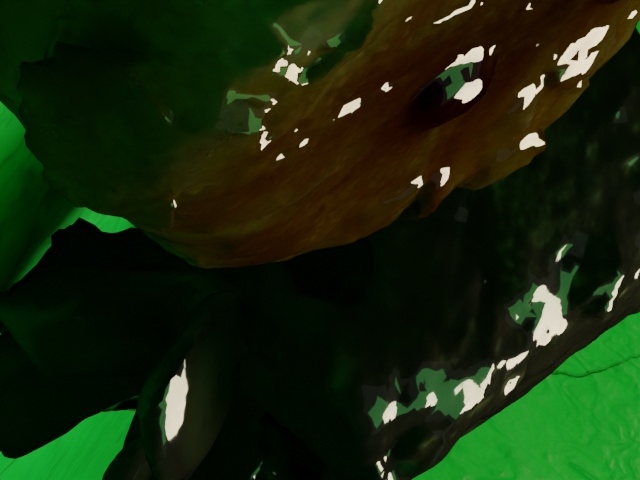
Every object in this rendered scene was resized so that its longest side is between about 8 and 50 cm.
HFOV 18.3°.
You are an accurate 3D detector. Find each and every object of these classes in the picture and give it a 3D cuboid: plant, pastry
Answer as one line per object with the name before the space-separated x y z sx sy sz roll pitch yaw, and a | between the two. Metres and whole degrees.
plant | 0.000 0.000 0.760 0.276 0.188 0.199 -33 175 -22
pastry | 0.015 -0.080 0.490 0.229 0.100 0.218 -24 159 -32

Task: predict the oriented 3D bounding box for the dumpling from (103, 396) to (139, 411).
dumpling | -0.015 0.021 1.080 0.227 0.243 0.175 -106 -154 -78
